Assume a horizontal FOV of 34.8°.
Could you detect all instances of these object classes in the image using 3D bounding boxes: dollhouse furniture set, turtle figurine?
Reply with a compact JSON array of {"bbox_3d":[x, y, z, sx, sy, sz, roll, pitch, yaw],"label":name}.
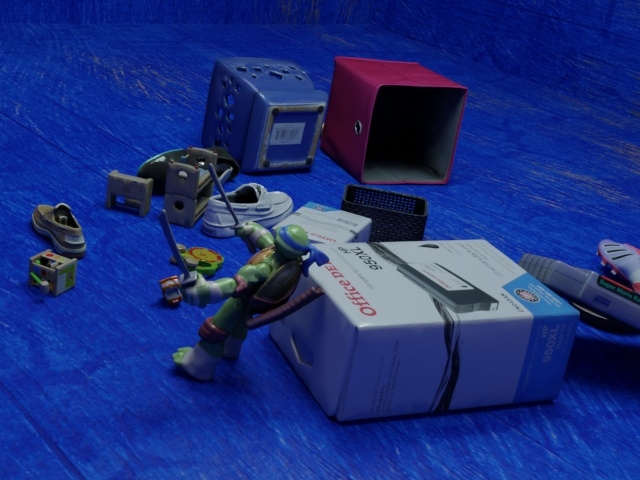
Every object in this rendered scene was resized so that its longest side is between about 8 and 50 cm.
[{"bbox_3d":[-0.320,-0.124,2.068,0.184,0.129,0.129,13,22,7],"label":"dollhouse furniture set"},{"bbox_3d":[-0.149,0.050,1.496,0.275,0.266,0.198,18,28,-20],"label":"turtle figurine"}]

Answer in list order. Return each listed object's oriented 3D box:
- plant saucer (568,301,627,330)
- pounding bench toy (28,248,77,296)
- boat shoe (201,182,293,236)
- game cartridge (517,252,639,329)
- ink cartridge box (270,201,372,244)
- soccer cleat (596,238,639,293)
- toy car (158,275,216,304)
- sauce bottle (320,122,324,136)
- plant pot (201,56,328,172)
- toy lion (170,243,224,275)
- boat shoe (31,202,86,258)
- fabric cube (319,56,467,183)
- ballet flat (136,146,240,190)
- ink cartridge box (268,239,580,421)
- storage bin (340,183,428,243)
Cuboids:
[{"bbox_3d":[0.552,0.130,1.964,0.168,0.029,0.168,9,23,-4],"label":"plant saucer"},{"bbox_3d":[-0.451,0.056,1.673,0.065,0.052,0.083,18,23,19],"label":"pounding bench toy"},{"bbox_3d":[-0.138,-0.074,2.085,0.095,0.084,0.258,21,25,26],"label":"boat shoe"},{"bbox_3d":[0.522,0.117,1.736,0.355,0.068,0.230,25,-3,-4],"label":"game cartridge"},{"bbox_3d":[0.000,0.000,1.969,0.140,0.082,0.191,17,24,17],"label":"ink cartridge box"},{"bbox_3d":[0.651,0.052,2.090,0.083,0.095,0.248,29,18,-23],"label":"soccer cleat"},{"bbox_3d":[-0.212,0.082,1.716,0.122,0.060,0.040,-8,59,-24],"label":"toy car"},{"bbox_3d":[-0.029,-0.304,2.757,0.128,0.042,0.042,6,22,-7],"label":"sauce bottle"},{"bbox_3d":[-0.125,-0.291,2.443,0.236,0.236,0.212,-6,33,-36],"label":"plant pot"},{"bbox_3d":[-0.217,0.037,1.858,0.096,0.034,0.100,6,21,-31],"label":"toy lion"},{"bbox_3d":[-0.472,-0.036,1.861,0.068,0.072,0.190,-8,28,-37],"label":"boat shoe"},{"bbox_3d":[0.176,-0.303,2.560,0.259,0.254,0.258,-1,25,-26],"label":"fabric cube"},{"bbox_3d":[-0.272,-0.152,2.217,0.096,0.095,0.280,34,30,22],"label":"ballet flat"},{"bbox_3d":[0.154,0.128,1.609,0.395,0.166,0.285,-1,25,-26],"label":"ink cartridge box"},{"bbox_3d":[0.130,-0.048,2.144,0.180,0.084,0.122,10,22,2],"label":"storage bin"}]
